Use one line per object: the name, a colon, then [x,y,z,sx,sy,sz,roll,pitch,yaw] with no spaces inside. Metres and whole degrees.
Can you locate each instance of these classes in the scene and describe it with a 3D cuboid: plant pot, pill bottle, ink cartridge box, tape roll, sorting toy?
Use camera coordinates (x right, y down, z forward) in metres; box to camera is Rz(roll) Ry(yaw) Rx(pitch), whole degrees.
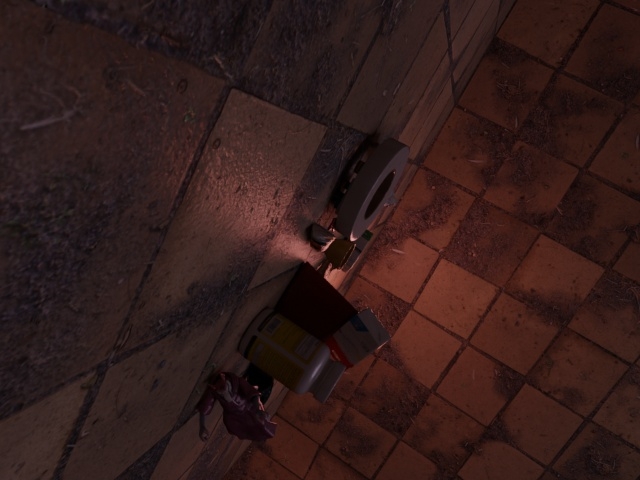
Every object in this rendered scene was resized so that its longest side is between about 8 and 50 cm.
plant pot: [-0.032,0.274,1.749,0.235,0.267,0.267,-44,167,-8]
pill bottle: [-0.090,0.389,1.527,0.188,0.333,0.188,-54,168,-17]
plant pot: [0.074,0.046,1.942,0.134,0.095,0.134,-54,168,-17]
ink cartridge box: [0.126,0.356,1.620,0.078,0.134,0.231,-21,159,-46]
ink cartridge box: [0.158,0.044,2.259,0.208,0.086,0.153,-55,180,-17]
tape roll: [0.187,-0.180,1.626,0.392,0.072,0.392,-53,165,-20]
sorting toy: [0.083,-0.153,1.578,0.275,0.046,0.132,-62,168,15]

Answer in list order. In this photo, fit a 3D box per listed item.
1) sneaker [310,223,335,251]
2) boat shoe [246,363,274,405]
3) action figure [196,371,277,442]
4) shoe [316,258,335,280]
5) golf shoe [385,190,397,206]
sneaker: [0.000,0.000,1.546,0.083,0.084,0.215,-54,170,3]
boat shoe: [-0.246,0.563,1.854,0.340,0.127,0.113,-64,166,19]
action figure: [-0.262,0.515,1.497,0.276,0.247,0.370,-94,172,-47]
shoe: [0.031,0.112,2.064,0.219,0.058,0.077,-50,136,-53]
golf shoe: [0.238,-0.206,2.023,0.306,0.115,0.140,-18,104,-57]
